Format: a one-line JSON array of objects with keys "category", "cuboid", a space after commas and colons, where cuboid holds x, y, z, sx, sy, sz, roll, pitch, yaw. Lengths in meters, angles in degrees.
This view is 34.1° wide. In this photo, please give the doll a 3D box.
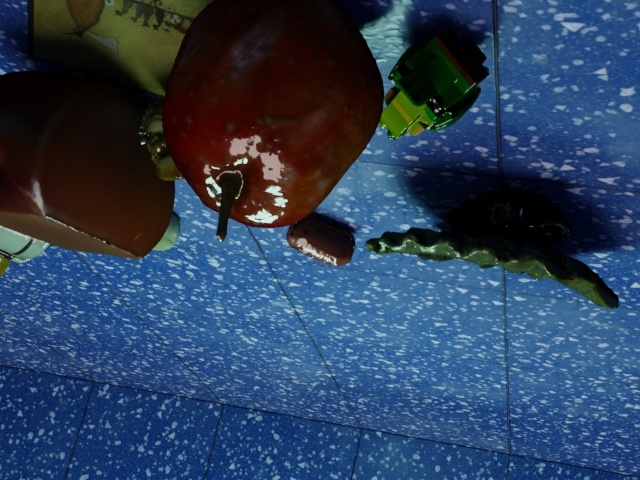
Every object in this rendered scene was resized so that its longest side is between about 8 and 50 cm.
[{"category": "doll", "cuboid": [0.133, -0.187, 1.313, 0.106, 0.134, 0.186, 49, 163, 3]}]

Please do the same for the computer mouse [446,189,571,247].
[{"category": "computer mouse", "cuboid": [0.300, -0.038, 1.651, 0.146, 0.078, 0.241, 18, 170, -34]}]

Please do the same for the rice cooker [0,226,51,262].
[{"category": "rice cooker", "cuboid": [-0.537, -0.088, 1.813, 0.244, 0.226, 0.226, 29, 154, -32]}]

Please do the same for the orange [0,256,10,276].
[{"category": "orange", "cuboid": [-0.748, -0.040, 2.038, 0.334, 0.263, 0.196, 13, -161, 0]}]

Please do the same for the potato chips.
[{"category": "potato chips", "cuboid": [0.285, 0.038, 1.705, 0.358, 0.070, 0.429, 11, 178, 39]}]

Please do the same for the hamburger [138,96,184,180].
[{"category": "hamburger", "cuboid": [-0.148, -0.156, 1.516, 0.215, 0.122, 0.189, -1, -171, 21]}]

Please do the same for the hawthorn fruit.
[{"category": "hawthorn fruit", "cuboid": [-0.070, -0.138, 1.274, 0.287, 0.330, 0.287, 15, 151, 9]}]

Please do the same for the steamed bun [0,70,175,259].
[{"category": "steamed bun", "cuboid": [-0.377, -0.127, 1.583, 0.235, 0.248, 0.379, 8, 169, 23]}]

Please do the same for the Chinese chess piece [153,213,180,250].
[{"category": "Chinese chess piece", "cuboid": [-0.351, -0.031, 2.081, 0.144, 0.058, 0.144, 12, 161, 4]}]

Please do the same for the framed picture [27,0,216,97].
[{"category": "framed picture", "cuboid": [-0.275, -0.297, 1.426, 0.255, 0.014, 0.339, 17, 158, -10]}]

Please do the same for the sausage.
[{"category": "sausage", "cuboid": [0.000, 0.000, 1.929, 0.141, 0.076, 0.076, 22, 157, -24]}]
